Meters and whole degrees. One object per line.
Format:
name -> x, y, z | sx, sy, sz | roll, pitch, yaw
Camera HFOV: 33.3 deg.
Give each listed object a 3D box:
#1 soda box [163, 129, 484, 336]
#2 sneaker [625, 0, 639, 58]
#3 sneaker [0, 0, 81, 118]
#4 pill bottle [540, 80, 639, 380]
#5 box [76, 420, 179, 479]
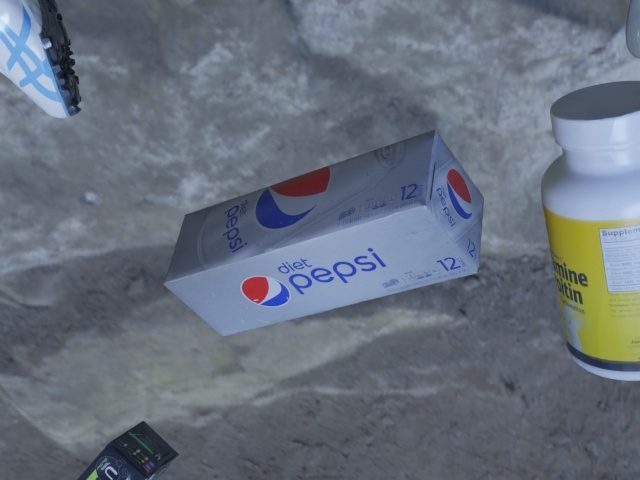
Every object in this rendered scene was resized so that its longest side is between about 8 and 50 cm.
soda box -> 0.000, 0.000, 0.976 | 0.286, 0.098, 0.091 | -17, 43, 31
sneaker -> 0.318, -0.243, 0.832 | 0.118, 0.222, 0.083 | 21, 29, 40
sneaker -> -0.254, -0.178, 0.781 | 0.086, 0.237, 0.085 | -23, 43, 10
pill bottle -> 0.204, -0.007, 0.715 | 0.103, 0.184, 0.103 | -12, 22, 5
box -> -0.186, 0.220, 1.028 | 0.052, 0.083, 0.062 | 41, 103, 6
